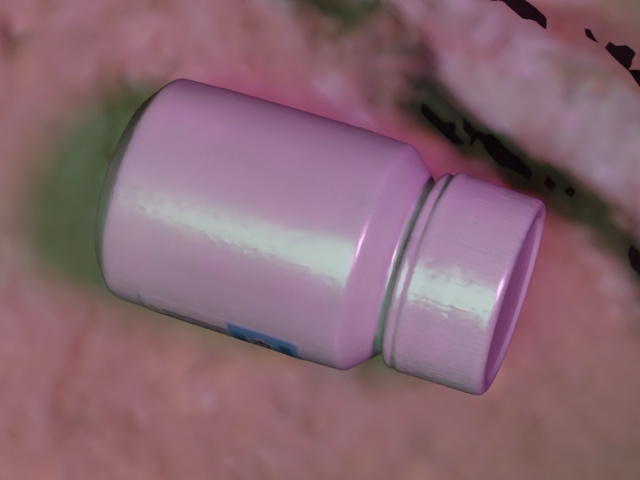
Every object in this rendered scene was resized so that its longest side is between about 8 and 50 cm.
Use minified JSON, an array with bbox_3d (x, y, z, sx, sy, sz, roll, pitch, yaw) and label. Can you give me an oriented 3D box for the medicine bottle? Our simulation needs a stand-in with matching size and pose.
[{"bbox_3d":[0.000,0.000,0.410,0.089,0.052,0.052,17,106,13],"label":"medicine bottle"}]
